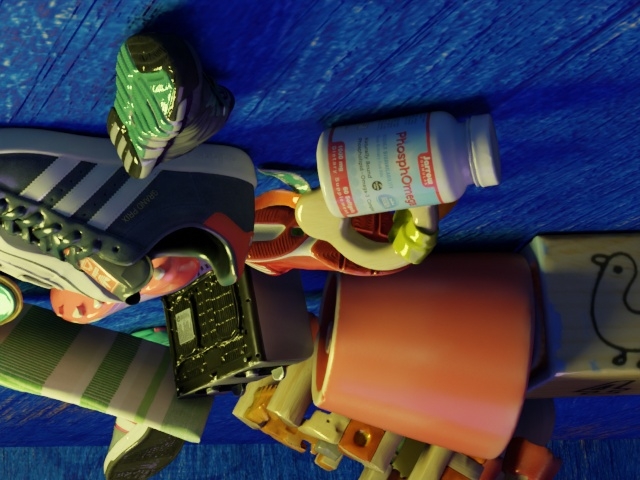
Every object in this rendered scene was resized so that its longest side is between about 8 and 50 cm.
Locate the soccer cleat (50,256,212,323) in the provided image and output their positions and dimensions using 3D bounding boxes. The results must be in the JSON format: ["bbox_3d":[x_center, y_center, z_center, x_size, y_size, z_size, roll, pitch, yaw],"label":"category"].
[{"bbox_3d":[-0.235,0.050,1.684,0.248,0.083,0.095,-20,163,40],"label":"soccer cleat"}]

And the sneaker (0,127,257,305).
[{"bbox_3d":[-0.227,-0.015,1.299,0.350,0.148,0.131,1,165,-15],"label":"sneaker"}]

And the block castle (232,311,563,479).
[{"bbox_3d":[0.117,0.271,2.095,0.453,0.213,0.303,31,164,-9],"label":"block castle"}]

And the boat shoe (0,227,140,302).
[{"bbox_3d":[-0.295,0.009,1.481,0.088,0.096,0.267,-7,164,28],"label":"boat shoe"}]

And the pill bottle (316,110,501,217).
[{"bbox_3d":[0.083,-0.073,1.278,0.160,0.087,0.087,-8,164,14],"label":"pill bottle"}]

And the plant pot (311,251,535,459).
[{"bbox_3d":[0.123,0.135,1.777,0.243,0.275,0.275,8,164,-7],"label":"plant pot"}]

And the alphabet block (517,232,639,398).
[{"bbox_3d":[0.361,0.102,1.807,0.197,0.192,0.193,-2,167,-9],"label":"alphabet block"}]

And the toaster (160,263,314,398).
[{"bbox_3d":[-0.111,0.097,1.727,0.168,0.186,0.110,-27,156,38],"label":"toaster"}]

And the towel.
[{"bbox_3d":[-0.294,0.167,1.780,0.324,0.038,0.248,17,-165,-1],"label":"towel"}]

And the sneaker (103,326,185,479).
[{"bbox_3d":[-0.284,0.242,2.185,0.123,0.178,0.295,7,132,-34],"label":"sneaker"}]

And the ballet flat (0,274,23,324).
[{"bbox_3d":[-0.459,0.074,1.764,0.232,0.080,0.073,-9,-168,28],"label":"ballet flat"}]

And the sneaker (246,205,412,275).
[{"bbox_3d":[0.000,0.000,1.583,0.221,0.087,0.128,9,173,0],"label":"sneaker"}]

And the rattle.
[{"bbox_3d":[0.037,-0.056,1.445,0.199,0.143,0.130,7,136,19],"label":"rattle"}]

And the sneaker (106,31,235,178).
[{"bbox_3d":[-0.110,-0.123,1.115,0.098,0.083,0.223,-23,175,-21],"label":"sneaker"}]

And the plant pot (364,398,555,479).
[{"bbox_3d":[0.272,0.331,2.513,0.280,0.323,0.323,-13,175,-42],"label":"plant pot"}]
